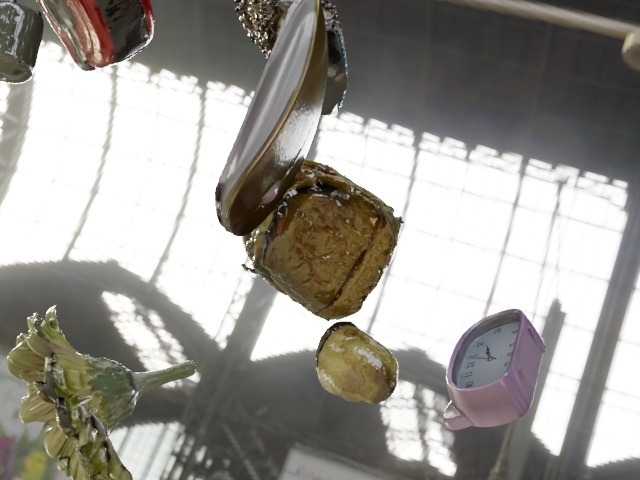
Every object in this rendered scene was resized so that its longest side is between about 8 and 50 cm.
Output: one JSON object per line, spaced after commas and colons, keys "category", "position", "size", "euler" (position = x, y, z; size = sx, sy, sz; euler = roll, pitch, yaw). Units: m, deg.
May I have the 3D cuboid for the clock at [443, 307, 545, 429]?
{"category": "clock", "position": [0.185, 0.142, 1.252], "size": [0.110, 0.153, 0.050], "euler": [-20, -67, 29]}

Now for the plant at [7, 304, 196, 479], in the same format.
{"category": "plant", "position": [-0.345, 0.259, 1.752], "size": [0.296, 0.306, 0.261], "euler": [-5, 13, -3]}

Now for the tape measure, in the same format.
{"category": "tape measure", "position": [-0.364, -0.387, 1.718], "size": [0.253, 0.114, 0.260], "euler": [59, -19, -13]}

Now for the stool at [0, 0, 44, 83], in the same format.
{"category": "stool", "position": [-0.447, -0.285, 1.607], "size": [0.096, 0.110, 0.096], "euler": [12, -13, 3]}

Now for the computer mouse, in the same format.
{"category": "computer mouse", "position": [-0.044, -0.149, 1.360], "size": [0.071, 0.311, 0.158], "euler": [18, -20, 10]}

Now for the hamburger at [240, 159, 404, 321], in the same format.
{"category": "hamburger", "position": [0.000, 0.000, 1.490], "size": [0.206, 0.183, 0.130], "euler": [31, 3, -13]}

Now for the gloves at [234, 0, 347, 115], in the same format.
{"category": "gloves", "position": [-0.036, -0.323, 1.744], "size": [0.210, 0.135, 0.312], "euler": [51, 4, -47]}

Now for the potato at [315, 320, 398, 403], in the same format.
{"category": "potato", "position": [0.051, 0.159, 1.468], "size": [0.103, 0.096, 0.066], "euler": [18, -23, 39]}
